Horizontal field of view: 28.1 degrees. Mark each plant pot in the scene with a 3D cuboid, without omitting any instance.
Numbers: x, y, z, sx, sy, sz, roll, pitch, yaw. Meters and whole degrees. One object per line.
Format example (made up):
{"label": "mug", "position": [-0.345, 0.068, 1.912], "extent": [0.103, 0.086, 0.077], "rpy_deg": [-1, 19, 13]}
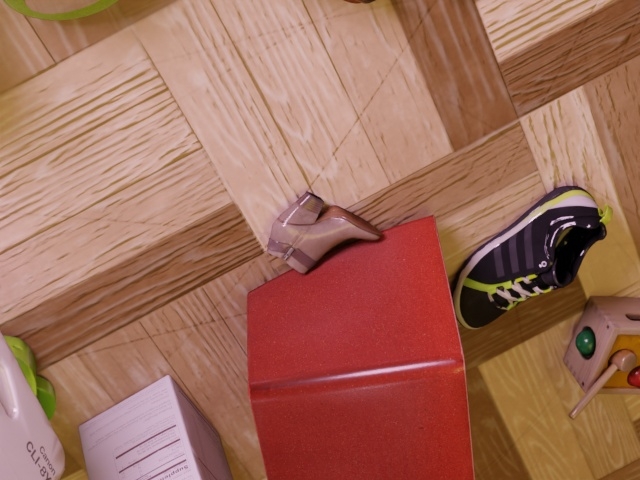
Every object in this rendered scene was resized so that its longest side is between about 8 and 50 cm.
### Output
{"label": "plant pot", "position": [0.042, 0.162, 1.486], "extent": [0.236, 0.267, 0.267], "rpy_deg": [-7, 127, 2]}

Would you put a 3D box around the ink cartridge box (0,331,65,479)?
{"label": "ink cartridge box", "position": [-0.483, 0.187, 1.217], "extent": [0.385, 0.160, 0.279], "rpy_deg": [-14, 115, 19]}

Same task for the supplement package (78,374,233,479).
{"label": "supplement package", "position": [-0.178, 0.304, 1.499], "extent": [0.134, 0.244, 0.139], "rpy_deg": [-30, 128, 3]}

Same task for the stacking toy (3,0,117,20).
{"label": "stacking toy", "position": [-0.273, -0.226, 1.086], "extent": [0.280, 0.130, 0.309], "rpy_deg": [-4, 157, -24]}

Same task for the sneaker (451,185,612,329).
{"label": "sneaker", "position": [0.254, 0.031, 1.551], "extent": [0.084, 0.097, 0.234], "rpy_deg": [31, 110, -33]}

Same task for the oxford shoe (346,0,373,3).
{"label": "oxford shoe", "position": [-0.034, -0.284, 1.261], "extent": [0.212, 0.076, 0.076], "rpy_deg": [22, 144, -33]}

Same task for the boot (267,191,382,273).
{"label": "boot", "position": [0.000, 0.000, 1.470], "extent": [0.118, 0.042, 0.087], "rpy_deg": [28, 101, -16]}

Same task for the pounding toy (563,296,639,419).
{"label": "pounding toy", "position": [0.388, 0.155, 1.684], "extent": [0.141, 0.100, 0.130], "rpy_deg": [3, 122, -21]}

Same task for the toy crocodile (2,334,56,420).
{"label": "toy crocodile", "position": [-0.367, 0.266, 1.491], "extent": [0.105, 0.115, 0.340], "rpy_deg": [4, 120, -14]}
